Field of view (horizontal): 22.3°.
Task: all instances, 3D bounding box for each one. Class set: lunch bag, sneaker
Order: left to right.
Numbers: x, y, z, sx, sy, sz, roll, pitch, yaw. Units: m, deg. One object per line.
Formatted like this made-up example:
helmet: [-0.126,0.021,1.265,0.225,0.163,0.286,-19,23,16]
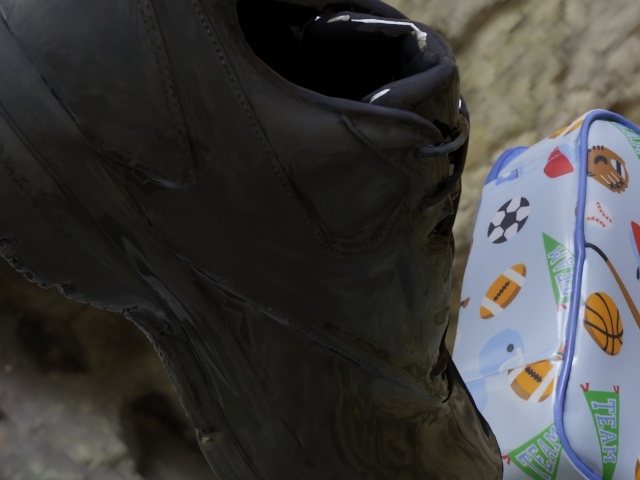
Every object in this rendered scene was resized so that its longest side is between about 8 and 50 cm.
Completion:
sneaker: [0.000,0.000,0.493,0.286,0.130,0.109,50,16,-41]
lunch bag: [0.200,0.084,1.059,0.243,0.115,0.303,37,49,-29]
